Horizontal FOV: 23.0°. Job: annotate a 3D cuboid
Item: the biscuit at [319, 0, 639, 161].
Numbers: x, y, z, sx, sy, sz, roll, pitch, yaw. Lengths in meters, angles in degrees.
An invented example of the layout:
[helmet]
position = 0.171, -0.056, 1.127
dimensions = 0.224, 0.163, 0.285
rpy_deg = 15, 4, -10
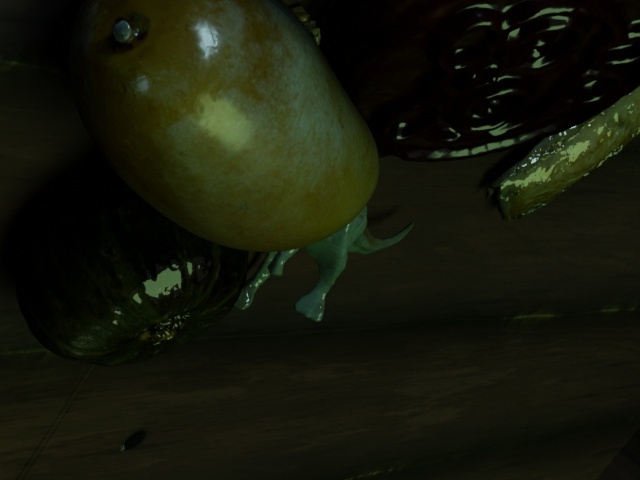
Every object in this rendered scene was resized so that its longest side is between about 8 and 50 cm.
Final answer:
[biscuit]
position = 0.191, -0.193, 1.567
dimensions = 0.407, 0.091, 0.407
rpy_deg = -15, 157, -7

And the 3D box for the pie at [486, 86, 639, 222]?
[pie]
position = 0.335, -0.122, 2.077
dimensions = 0.282, 0.068, 0.128
rpy_deg = -36, 152, -8

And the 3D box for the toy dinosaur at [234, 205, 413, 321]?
[toy dinosaur]
position = 0.000, 0.000, 1.753
dimensions = 0.393, 0.092, 0.205
rpy_deg = 0, 124, -44

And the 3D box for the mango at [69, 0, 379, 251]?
[mango]
position = -0.072, -0.106, 1.329
dimensions = 0.199, 0.221, 0.384
rpy_deg = -40, 150, 14

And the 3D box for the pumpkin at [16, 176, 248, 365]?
[pumpkin]
position = -0.174, 0.027, 1.462
dimensions = 0.224, 0.157, 0.223
rpy_deg = -21, 159, -8

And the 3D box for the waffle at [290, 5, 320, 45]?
[waffle]
position = -0.057, -0.147, 1.501
dimensions = 0.102, 0.042, 0.148
rpy_deg = -24, 147, -36
